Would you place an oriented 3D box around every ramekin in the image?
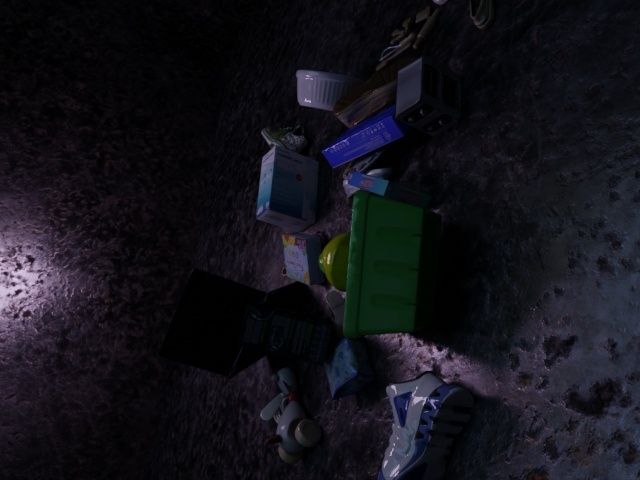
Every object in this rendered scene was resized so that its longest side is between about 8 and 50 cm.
[{"bbox_3d":[0.035,-0.560,1.776,0.273,0.273,0.127,37,120,59],"label":"ramekin"}]

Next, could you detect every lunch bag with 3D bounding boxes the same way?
[{"bbox_3d":[0.075,0.383,1.391,0.151,0.096,0.128,-44,40,27],"label":"lunch bag"}]

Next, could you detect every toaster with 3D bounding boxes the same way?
[{"bbox_3d":[0.305,-0.412,1.325,0.110,0.168,0.185,-17,62,53],"label":"toaster"}]

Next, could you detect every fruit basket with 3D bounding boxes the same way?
[{"bbox_3d":[0.117,0.060,1.237,0.393,0.283,0.391,-2,87,29],"label":"fruit basket"}]

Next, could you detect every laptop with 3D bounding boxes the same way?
[{"bbox_3d":[-0.323,0.288,1.758,0.237,0.408,0.381,33,108,18],"label":"laptop"}]

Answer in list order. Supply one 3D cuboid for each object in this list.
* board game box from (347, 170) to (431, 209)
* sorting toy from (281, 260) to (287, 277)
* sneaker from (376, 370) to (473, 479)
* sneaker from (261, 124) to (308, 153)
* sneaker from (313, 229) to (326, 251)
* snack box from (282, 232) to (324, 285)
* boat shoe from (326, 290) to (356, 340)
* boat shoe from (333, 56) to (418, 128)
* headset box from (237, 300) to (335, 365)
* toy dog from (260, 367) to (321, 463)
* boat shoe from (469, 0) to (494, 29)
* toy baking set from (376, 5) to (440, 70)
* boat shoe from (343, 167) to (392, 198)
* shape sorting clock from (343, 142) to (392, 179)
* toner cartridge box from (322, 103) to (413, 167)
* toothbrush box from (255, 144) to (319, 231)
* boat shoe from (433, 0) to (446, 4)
[{"bbox_3d":[0.198,-0.149,1.380,0.210,0.160,0.047,31,103,61],"label":"board game box"},{"bbox_3d":[-0.120,0.108,1.933,0.102,0.042,0.061,-51,50,15],"label":"sorting toy"},{"bbox_3d":[0.219,0.441,1.105,0.315,0.128,0.182,-63,26,6],"label":"sneaker"},{"bbox_3d":[-0.153,-0.478,2.229,0.182,0.158,0.410,-36,35,3],"label":"sneaker"},{"bbox_3d":[0.000,0.000,1.773,0.057,0.047,0.119,-53,35,12],"label":"sneaker"},{"bbox_3d":[-0.067,0.065,1.767,0.207,0.070,0.174,13,111,62],"label":"snack box"},{"bbox_3d":[0.074,0.257,1.516,0.064,0.075,0.206,73,175,-48],"label":"boat shoe"},{"bbox_3d":[0.206,-0.500,1.600,0.341,0.110,0.121,-22,45,34],"label":"boat shoe"},{"bbox_3d":[-0.095,0.292,1.494,0.246,0.284,0.131,90,-167,-85],"label":"headset box"},{"bbox_3d":[-0.131,0.584,1.576,0.334,0.161,0.219,37,108,59],"label":"toy dog"},{"bbox_3d":[0.444,-0.685,1.312,0.068,0.072,0.189,-33,49,50],"label":"boat shoe"},{"bbox_3d":[0.289,-0.669,1.559,0.197,0.030,0.256,5,62,56],"label":"toy baking set"},{"bbox_3d":[0.162,-0.187,1.564,0.228,0.079,0.081,-13,89,55],"label":"boat shoe"},{"bbox_3d":[0.154,-0.280,1.569,0.206,0.040,0.206,-37,15,12],"label":"shape sorting clock"},{"bbox_3d":[0.171,-0.350,1.516,0.165,0.075,0.348,-44,17,-32],"label":"toner cartridge box"},{"bbox_3d":[-0.132,-0.211,1.925,0.126,0.217,0.295,-30,50,51],"label":"toothbrush box"},{"bbox_3d":[0.421,-0.845,1.408,0.277,0.096,0.098,-41,42,44],"label":"boat shoe"}]
